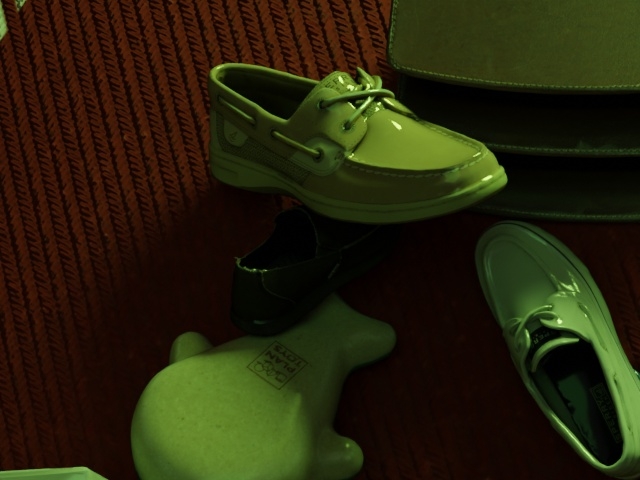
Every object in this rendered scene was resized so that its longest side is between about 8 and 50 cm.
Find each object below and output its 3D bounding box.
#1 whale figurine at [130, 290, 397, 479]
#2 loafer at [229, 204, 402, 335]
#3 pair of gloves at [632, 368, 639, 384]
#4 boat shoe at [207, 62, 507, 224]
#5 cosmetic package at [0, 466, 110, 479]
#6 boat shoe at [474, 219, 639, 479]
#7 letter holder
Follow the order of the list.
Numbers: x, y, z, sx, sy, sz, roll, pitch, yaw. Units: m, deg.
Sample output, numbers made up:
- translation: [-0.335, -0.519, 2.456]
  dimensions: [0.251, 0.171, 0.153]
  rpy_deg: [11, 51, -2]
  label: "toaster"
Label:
- translation: [-0.049, 0.160, 1.788]
  dimensions: [0.216, 0.141, 0.272]
  rpy_deg: [32, 57, 22]
  label: "whale figurine"
- translation: [0.000, 0.000, 1.799]
  dimensions: [0.080, 0.078, 0.220]
  rpy_deg: [20, 47, 32]
  label: "loafer"
- translation: [0.375, 0.127, 1.751]
  dimensions: [0.198, 0.023, 0.159]
  rpy_deg: [-14, 70, 9]
  label: "pair of gloves"
- translation: [0.017, -0.094, 1.771]
  dimensions: [0.341, 0.110, 0.121]
  rpy_deg: [12, 29, 41]
  label: "boat shoe"
- translation: [-0.237, 0.401, 1.691]
  dimensions: [0.156, 0.217, 0.385]
  rpy_deg: [-6, 70, 10]
  label: "cosmetic package"
- translation: [0.210, 0.095, 1.752]
  dimensions: [0.096, 0.088, 0.267]
  rpy_deg: [-32, 71, 21]
  label: "boat shoe"
- translation: [0.218, -0.137, 1.801]
  dimensions: [0.301, 0.152, 0.214]
  rpy_deg: [4, 75, 13]
  label: "letter holder"
